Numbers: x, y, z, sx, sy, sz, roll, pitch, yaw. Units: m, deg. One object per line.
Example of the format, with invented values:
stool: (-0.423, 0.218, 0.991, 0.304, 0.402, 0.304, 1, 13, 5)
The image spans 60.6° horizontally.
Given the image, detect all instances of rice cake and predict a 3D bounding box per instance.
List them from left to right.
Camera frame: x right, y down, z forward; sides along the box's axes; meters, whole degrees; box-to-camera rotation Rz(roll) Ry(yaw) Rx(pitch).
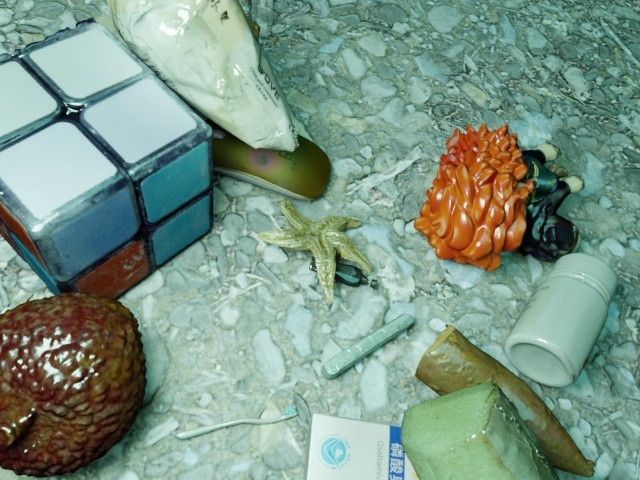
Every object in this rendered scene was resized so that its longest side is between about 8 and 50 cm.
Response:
rice cake: (0.089, 0.193, 1.016, 0.208, 0.033, 0.033, -28, 67, -25)

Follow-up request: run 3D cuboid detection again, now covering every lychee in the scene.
lychee: (-0.378, 0.200, 0.795, 0.261, 0.260, 0.260, 5, 59, -9)

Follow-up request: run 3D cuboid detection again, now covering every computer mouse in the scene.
computer mouse: (-0.129, -0.181, 1.171, 0.311, 0.071, 0.158, 19, 56, 0)

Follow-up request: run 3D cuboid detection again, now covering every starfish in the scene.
starfish: (0.000, 0.000, 1.085, 0.236, 0.062, 0.277, -5, 45, -30)

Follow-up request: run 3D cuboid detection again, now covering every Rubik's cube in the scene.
Rubik's cube: (-0.392, -0.114, 0.928, 0.313, 0.318, 0.316, 43, 62, 14)

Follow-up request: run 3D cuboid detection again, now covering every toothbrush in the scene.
toothbrush: (-0.137, 0.306, 0.910, 0.204, 0.017, 0.022, -8, 72, -17)

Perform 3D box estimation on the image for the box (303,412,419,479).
box: (0.063, 0.455, 0.835, 0.200, 0.065, 0.343, 11, 58, -6)

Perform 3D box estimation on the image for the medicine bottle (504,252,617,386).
medicine bottle: (0.471, 0.147, 1.060, 0.145, 0.144, 0.252, 37, 61, 10)

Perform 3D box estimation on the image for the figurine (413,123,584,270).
figurine: (0.394, -0.083, 1.158, 0.412, 0.241, 0.305, 5, 82, -30)

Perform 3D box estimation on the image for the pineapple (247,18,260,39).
pineapple: (-0.286, -0.481, 1.294, 0.278, 0.130, 0.118, 7, 88, -11)

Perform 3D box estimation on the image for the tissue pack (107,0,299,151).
tissue pack: (-0.222, -0.344, 1.023, 0.195, 0.375, 0.390, -42, 44, -5)

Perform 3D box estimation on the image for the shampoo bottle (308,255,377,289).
shampoo bottle: (0.045, 0.065, 1.085, 0.137, 0.027, 0.048, 18, 49, -1)

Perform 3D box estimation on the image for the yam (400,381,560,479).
yam: (0.248, 0.361, 0.822, 0.271, 0.203, 0.201, 59, 20, -4)

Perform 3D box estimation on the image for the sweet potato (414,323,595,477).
sweet potato: (0.319, 0.291, 0.953, 0.337, 0.131, 0.131, 40, 60, 8)
